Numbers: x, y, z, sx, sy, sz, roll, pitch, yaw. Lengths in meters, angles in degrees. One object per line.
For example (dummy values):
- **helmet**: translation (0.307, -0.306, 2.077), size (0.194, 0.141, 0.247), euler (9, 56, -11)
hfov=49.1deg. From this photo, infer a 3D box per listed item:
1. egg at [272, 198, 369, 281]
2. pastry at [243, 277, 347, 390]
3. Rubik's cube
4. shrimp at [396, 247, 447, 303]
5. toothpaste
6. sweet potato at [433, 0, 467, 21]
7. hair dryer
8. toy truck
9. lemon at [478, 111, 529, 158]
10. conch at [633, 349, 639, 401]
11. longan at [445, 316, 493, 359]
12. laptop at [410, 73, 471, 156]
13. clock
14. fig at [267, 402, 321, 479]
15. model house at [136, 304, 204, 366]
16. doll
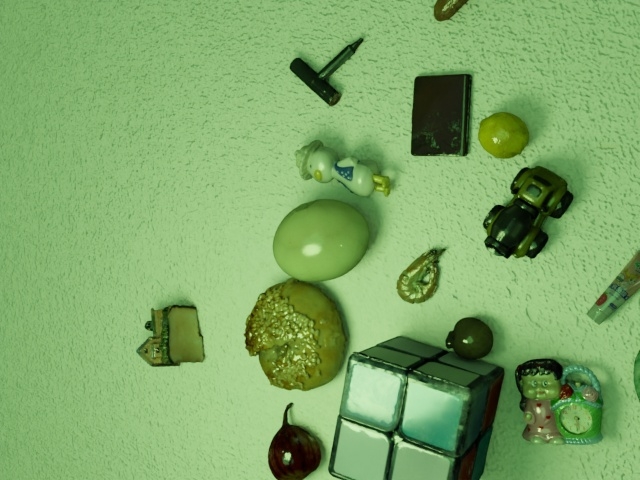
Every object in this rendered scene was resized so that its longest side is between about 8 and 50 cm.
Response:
- **egg**: translation (0.000, 0.000, 1.860), size (0.269, 0.219, 0.219), euler (-12, 87, 16)
- **pastry**: translation (-0.081, 0.266, 1.936), size (0.284, 0.184, 0.315), euler (-22, 82, 26)
- **Rubik's cube**: translation (0.238, 0.434, 1.705), size (0.316, 0.313, 0.318), euler (14, 98, 26)
- **shrimp**: translation (0.269, 0.090, 1.822), size (0.099, 0.041, 0.180), euler (43, 110, 18)
- **toothpaste**: translation (0.691, 0.110, 1.602), size (0.067, 0.043, 0.194), euler (44, 106, 22)
- **sweet potato**: translation (0.397, -0.676, 1.682), size (0.354, 0.095, 0.106), euler (-37, 103, 24)
- **hair dryer**: translation (0.028, -0.495, 1.918), size (0.173, 0.050, 0.195), euler (43, 107, 18)
- **toy truck**: translation (0.474, -0.063, 1.634), size (0.147, 0.165, 0.224), euler (38, 109, 22)
- **lemon**: translation (0.436, -0.252, 1.676), size (0.133, 0.109, 0.109), euler (44, 111, 25)
- **conch**: translation (0.770, 0.319, 1.526), size (0.188, 0.122, 0.176), euler (30, 82, 20)
- **longan**: translation (0.369, 0.244, 1.745), size (0.119, 0.106, 0.106), euler (-10, 88, 25)
- **laptop**: translation (0.307, -0.317, 1.789), size (0.154, 0.026, 0.207), euler (4, 94, 30)
- **clock**: translation (0.563, 0.376, 1.653), size (0.194, 0.100, 0.195), euler (-8, 92, 24)
- **fig**: translation (-0.081, 0.588, 1.972), size (0.149, 0.148, 0.202), euler (-5, 105, 61)
- **model house**: translation (-0.478, 0.298, 2.169), size (0.172, 0.166, 0.183), euler (-11, 76, 31)
- **doll**: translation (0.052, -0.188, 1.880), size (0.293, 0.138, 0.119), euler (24, 63, 22)
